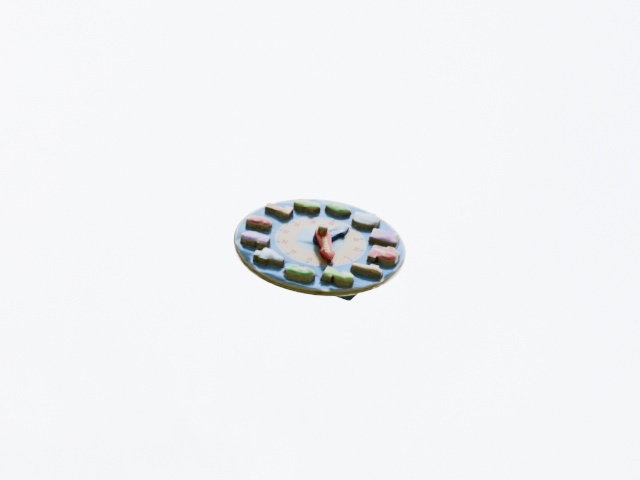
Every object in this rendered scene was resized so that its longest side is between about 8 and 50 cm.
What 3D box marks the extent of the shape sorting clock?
[{"bbox_3d":[0.000,0.000,0.782,0.206,0.206,0.040,15,-58,6],"label":"shape sorting clock"}]
